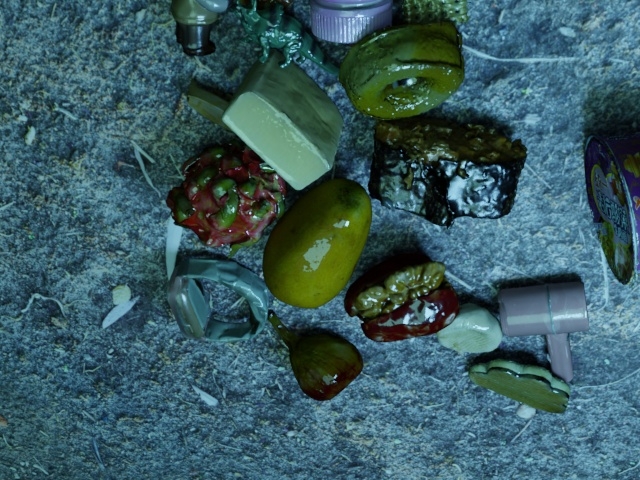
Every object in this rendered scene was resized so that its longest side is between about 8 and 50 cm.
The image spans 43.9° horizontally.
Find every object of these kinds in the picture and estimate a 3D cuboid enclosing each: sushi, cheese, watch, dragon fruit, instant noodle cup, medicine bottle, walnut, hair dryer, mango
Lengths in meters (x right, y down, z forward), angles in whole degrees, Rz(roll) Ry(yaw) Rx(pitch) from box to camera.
[{"bbox_3d":[0.275,-0.155,1.758,0.349,0.234,0.207,8,124,2],"label":"sushi"},{"bbox_3d":[-0.073,-0.269,1.723,0.124,0.265,0.242,-34,112,26],"label":"cheese"},{"bbox_3d":[-0.261,0.162,2.130,0.241,0.161,0.253,-11,122,10],"label":"watch"},{"bbox_3d":[-0.221,-0.109,1.889,0.303,0.231,0.237,-3,135,26],"label":"dragon fruit"},{"bbox_3d":[0.733,-0.088,1.670,0.266,0.340,0.340,-11,121,6],"label":"instant noodle cup"},{"bbox_3d":[0.060,-0.553,1.558,0.178,0.178,0.290,4,123,9],"label":"medicine bottle"},{"bbox_3d":[0.194,0.144,1.956,0.269,0.244,0.221,-26,72,4],"label":"walnut"},{"bbox_3d":[0.587,0.258,2.046,0.210,0.125,0.352,-7,128,17],"label":"hair dryer"},{"bbox_3d":[0.000,0.000,1.888,0.221,0.264,0.378,29,132,-7],"label":"mango"}]

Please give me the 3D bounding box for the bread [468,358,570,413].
[{"bbox_3d":[0.549,0.380,2.120,0.286,0.056,0.207,23,152,-6],"label":"bread"}]

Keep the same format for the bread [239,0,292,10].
[{"bbox_3d":[-0.119,-0.506,1.704,0.154,0.054,0.136,13,130,2],"label":"bread"}]

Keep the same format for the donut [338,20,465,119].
[{"bbox_3d":[0.174,-0.338,1.636,0.272,0.107,0.272,-15,158,-6],"label":"donut"}]

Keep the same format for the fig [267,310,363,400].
[{"bbox_3d":[-0.017,0.309,2.205,0.290,0.191,0.190,46,131,30],"label":"fig"}]

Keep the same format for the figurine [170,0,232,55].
[{"bbox_3d":[-0.236,-0.564,1.606,0.206,0.218,0.365,-13,133,-1],"label":"figurine"}]

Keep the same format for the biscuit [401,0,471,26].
[{"bbox_3d":[0.234,-0.501,1.623,0.144,0.016,0.203,-9,111,2],"label":"biscuit"}]

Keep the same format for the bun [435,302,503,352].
[{"bbox_3d":[0.384,0.218,2.054,0.183,0.102,0.183,6,149,4],"label":"bun"}]

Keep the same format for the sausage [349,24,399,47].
[{"bbox_3d":[0.137,-0.430,1.696,0.154,0.062,0.062,7,125,6],"label":"sausage"}]

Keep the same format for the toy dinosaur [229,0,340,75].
[{"bbox_3d":[-0.073,-0.413,1.696,0.120,0.079,0.292,-43,121,13],"label":"toy dinosaur"}]

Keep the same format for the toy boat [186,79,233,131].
[{"bbox_3d":[-0.221,-0.309,1.847,0.206,0.072,0.064,31,140,3],"label":"toy boat"}]
